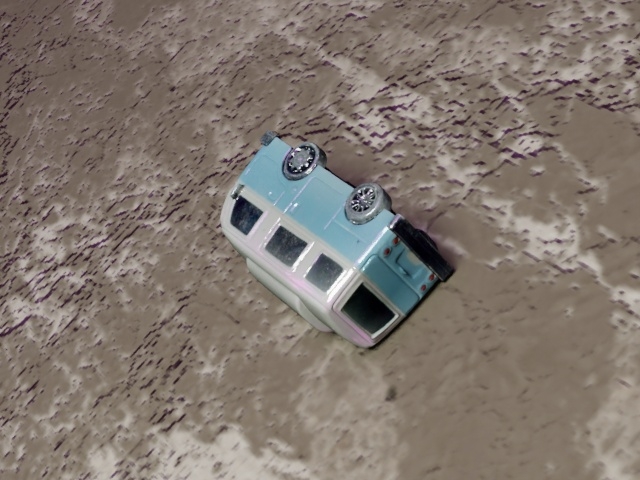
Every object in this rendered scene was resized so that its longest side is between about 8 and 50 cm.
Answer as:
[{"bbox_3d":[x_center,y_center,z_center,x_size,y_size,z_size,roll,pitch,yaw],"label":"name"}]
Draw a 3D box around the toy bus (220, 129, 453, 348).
[{"bbox_3d":[0.000,0.000,0.748,0.075,0.060,0.123,-50,44,-4],"label":"toy bus"}]
